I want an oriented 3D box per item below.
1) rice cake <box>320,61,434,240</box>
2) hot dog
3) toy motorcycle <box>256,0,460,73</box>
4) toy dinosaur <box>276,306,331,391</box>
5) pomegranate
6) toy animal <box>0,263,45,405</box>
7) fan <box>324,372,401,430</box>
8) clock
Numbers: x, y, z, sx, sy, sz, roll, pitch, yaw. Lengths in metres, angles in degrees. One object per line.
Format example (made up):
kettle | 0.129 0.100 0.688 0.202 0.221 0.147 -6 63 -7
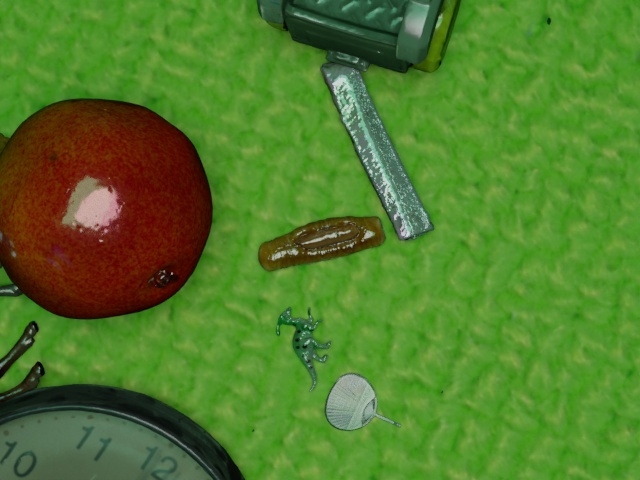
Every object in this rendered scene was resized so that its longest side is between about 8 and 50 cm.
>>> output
rice cake | 0.058 -0.098 1.196 0.043 0.034 0.211 -25 86 -5
hot dog | 0.000 0.000 1.194 0.137 0.028 0.044 -12 80 0
toy motorcycle | 0.069 -0.343 1.128 0.191 0.200 0.327 17 86 8
toy dinosaur | -0.022 0.110 1.190 0.062 0.021 0.083 19 83 8
pomegranate | -0.226 -0.040 1.107 0.256 0.221 0.221 30 86 30
toy animal | -0.429 0.074 1.159 0.259 0.087 0.244 -12 85 -4
fan | 0.038 0.181 1.194 0.060 0.003 0.080 -37 87 -2
clock | -0.242 0.338 1.131 0.386 0.076 0.386 0 92 -1
